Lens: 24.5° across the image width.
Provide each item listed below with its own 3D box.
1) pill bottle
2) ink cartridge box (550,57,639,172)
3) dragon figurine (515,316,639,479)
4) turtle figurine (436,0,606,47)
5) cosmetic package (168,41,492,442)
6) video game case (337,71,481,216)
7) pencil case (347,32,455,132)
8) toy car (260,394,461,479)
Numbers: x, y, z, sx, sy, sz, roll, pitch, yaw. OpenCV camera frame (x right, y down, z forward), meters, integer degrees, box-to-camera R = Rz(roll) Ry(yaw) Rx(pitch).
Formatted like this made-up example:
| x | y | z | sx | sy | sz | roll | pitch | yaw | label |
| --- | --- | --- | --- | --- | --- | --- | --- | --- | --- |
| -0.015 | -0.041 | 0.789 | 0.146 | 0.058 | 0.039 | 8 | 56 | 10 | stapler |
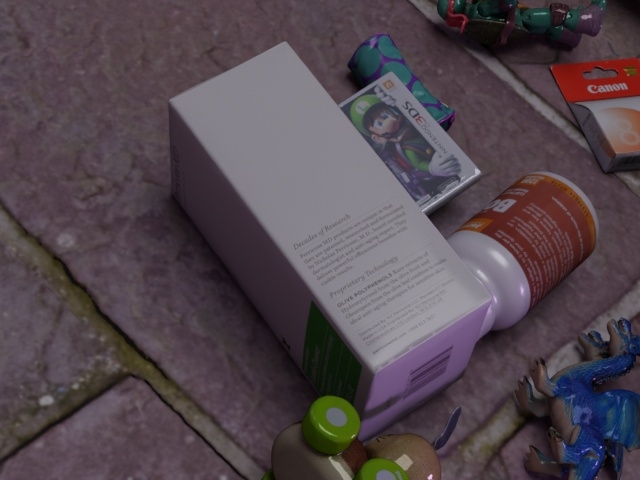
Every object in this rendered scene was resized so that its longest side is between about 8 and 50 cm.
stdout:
| x | y | z | sx | sy | sz | roll | pitch | yaw | label |
| --- | --- | --- | --- | --- | --- | --- | --- | --- | --- |
| 0.204 | 0.022 | 1.633 | 0.121 | 0.121 | 0.216 | 42 | 53 | 15 | pill bottle |
| 0.396 | -0.174 | 1.889 | 0.145 | 0.045 | 0.179 | -8 | 60 | -23 | ink cartridge box |
| 0.293 | 0.202 | 1.552 | 0.144 | 0.085 | 0.289 | 4 | 52 | -14 | dragon figurine |
| 0.237 | -0.304 | 1.894 | 0.234 | 0.118 | 0.175 | 12 | 11 | -11 | turtle figurine |
| 0.000 | 0.000 | 1.527 | 0.155 | 0.197 | 0.365 | -31 | 66 | -19 | cosmetic package |
| 0.059 | -0.085 | 1.695 | 0.190 | 0.022 | 0.173 | -34 | 69 | -14 | video game case |
| 0.099 | -0.181 | 1.786 | 0.070 | 0.064 | 0.151 | -31 | 68 | -16 | pencil case |
| 0.058 | 0.217 | 1.433 | 0.188 | 0.155 | 0.149 | -22 | 64 | -40 | toy car |
